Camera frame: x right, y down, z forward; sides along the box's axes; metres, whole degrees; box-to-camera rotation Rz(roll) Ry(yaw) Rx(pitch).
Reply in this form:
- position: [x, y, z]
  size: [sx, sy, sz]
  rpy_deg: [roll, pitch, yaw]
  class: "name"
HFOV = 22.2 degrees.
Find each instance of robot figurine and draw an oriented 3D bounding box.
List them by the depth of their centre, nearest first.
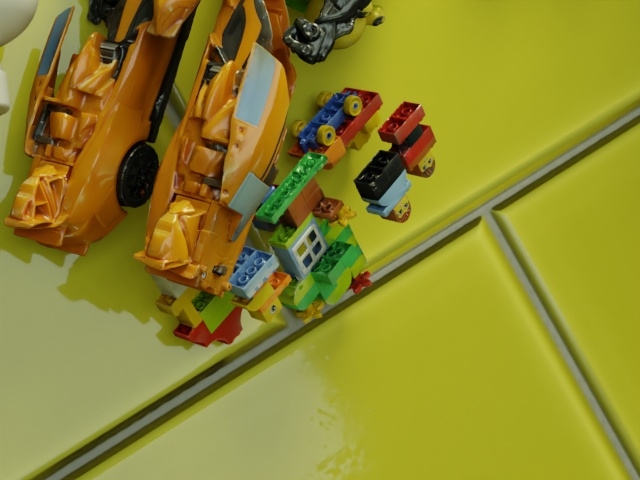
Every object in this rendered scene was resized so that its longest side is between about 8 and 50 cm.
- position: [-0.083, -0.122, 1.010]
  size: [0.211, 0.085, 0.291]
  rpy_deg: [14, 84, 26]
  class: "robot figurine"

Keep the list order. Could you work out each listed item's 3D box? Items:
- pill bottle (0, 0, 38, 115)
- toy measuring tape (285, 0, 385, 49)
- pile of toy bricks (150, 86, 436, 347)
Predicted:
- position: [-0.251, -0.202, 0.979]
  size: [0.146, 0.146, 0.264]
  rpy_deg: [-8, 86, -20]
  class: "pill bottle"
- position: [0.027, -0.292, 1.098]
  size: [0.121, 0.121, 0.330]
  rpy_deg: [4, 83, -19]
  class: "toy measuring tape"
- position: [0.000, 0.000, 1.078]
  size: [0.212, 0.118, 0.105]
  rpy_deg: [-49, 133, -26]
  class: "pile of toy bricks"
